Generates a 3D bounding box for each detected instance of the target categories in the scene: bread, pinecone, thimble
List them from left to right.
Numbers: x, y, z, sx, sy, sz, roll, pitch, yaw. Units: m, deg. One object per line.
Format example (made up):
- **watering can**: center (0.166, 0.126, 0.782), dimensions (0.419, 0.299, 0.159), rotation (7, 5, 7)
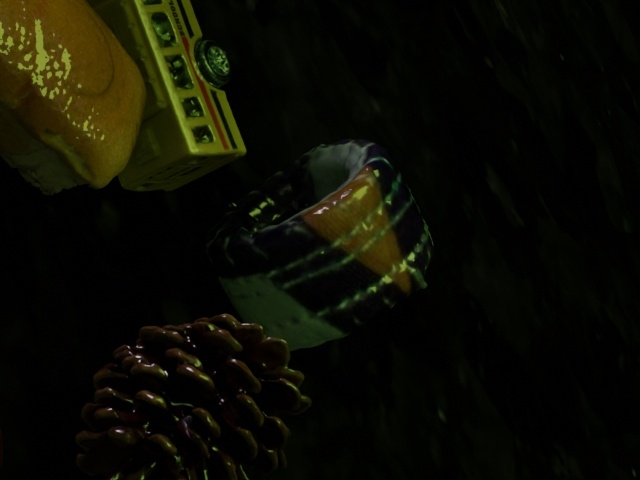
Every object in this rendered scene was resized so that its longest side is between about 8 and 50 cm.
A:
- **bread**: center (-0.263, -0.160, 1.593), dimensions (0.245, 0.121, 0.174), rotation (53, 26, -30)
- **pinecone**: center (-0.123, 0.159, 1.528), dimensions (0.168, 0.212, 0.186), rotation (42, -29, 24)
- **thimble**: center (0.000, 0.000, 1.850), dimensions (0.150, 0.237, 0.237), rotation (61, 25, -18)

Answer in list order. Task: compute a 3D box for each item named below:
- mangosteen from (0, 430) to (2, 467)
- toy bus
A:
- **mangosteen**: center (-0.307, 0.136, 1.245), dimensions (0.145, 0.156, 0.181), rotation (11, 24, -31)
- **toy bus**: center (-0.192, -0.221, 1.792), dimensions (0.123, 0.121, 0.336), rotation (-13, 81, -57)
